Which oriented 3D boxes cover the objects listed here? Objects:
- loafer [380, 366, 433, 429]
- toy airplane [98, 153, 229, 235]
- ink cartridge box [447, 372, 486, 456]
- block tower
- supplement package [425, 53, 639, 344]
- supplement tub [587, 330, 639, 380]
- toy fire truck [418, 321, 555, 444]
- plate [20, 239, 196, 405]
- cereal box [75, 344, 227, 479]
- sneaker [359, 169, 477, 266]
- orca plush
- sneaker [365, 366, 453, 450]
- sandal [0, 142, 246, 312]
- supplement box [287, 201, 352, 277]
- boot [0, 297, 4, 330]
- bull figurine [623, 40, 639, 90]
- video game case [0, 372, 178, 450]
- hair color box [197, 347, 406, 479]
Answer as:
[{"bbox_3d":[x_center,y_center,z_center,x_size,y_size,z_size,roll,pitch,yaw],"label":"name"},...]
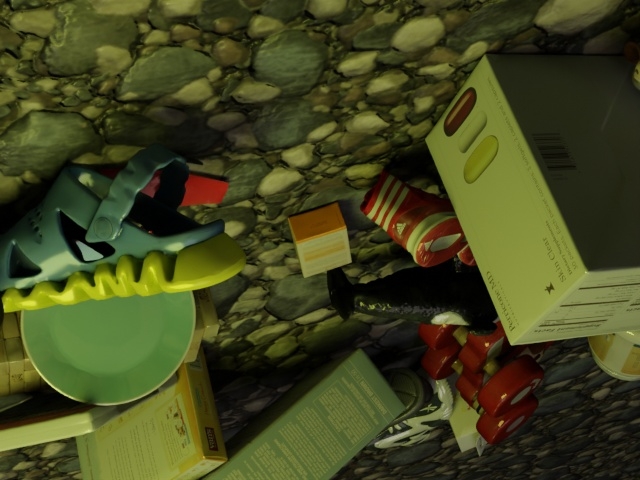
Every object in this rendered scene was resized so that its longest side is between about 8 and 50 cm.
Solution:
[{"bbox_3d":[0.038,0.282,1.809,0.303,0.109,0.095,-22,160,20],"label":"loafer"},{"bbox_3d":[-0.169,-0.033,1.175,0.151,0.028,0.151,-16,144,-12],"label":"toy airplane"},{"bbox_3d":[0.254,0.279,1.919,0.090,0.143,0.092,-21,153,4],"label":"ink cartridge box"},{"bbox_3d":[-0.290,0.106,1.299,0.336,0.090,0.097,-9,152,-19],"label":"block tower"},{"bbox_3d":[0.262,-0.046,1.187,0.204,0.261,0.145,-4,148,-27],"label":"supplement package"},{"bbox_3d":[0.495,0.128,1.795,0.144,0.144,0.199,-17,153,-5],"label":"supplement tub"},{"bbox_3d":[0.294,0.144,1.701,0.254,0.169,0.302,-36,155,-11],"label":"toy fire truck"},{"bbox_3d":[-0.228,0.083,1.240,0.188,0.188,0.024,-9,-171,-20],"label":"plate"},{"bbox_3d":[-0.233,0.265,1.539,0.240,0.173,0.047,-36,145,31],"label":"cereal box"},{"bbox_3d":[0.130,-0.038,1.305,0.087,0.128,0.221,-57,154,17],"label":"sneaker"},{"bbox_3d":[0.147,0.040,1.474,0.287,0.151,0.102,9,114,-17],"label":"orca plush"},{"bbox_3d":[0.118,0.282,1.888,0.153,0.094,0.235,-14,158,-20],"label":"sneaker"},{"bbox_3d":[-0.225,-0.009,1.105,0.318,0.138,0.126,-10,-174,19],"label":"sandal"},{"bbox_3d":[0.000,0.000,1.350,0.062,0.036,0.098,-18,153,-4],"label":"supplement box"},{"bbox_3d":[-0.431,0.097,1.129,0.236,0.089,0.269,25,141,-2],"label":"boot"},{"bbox_3d":[0.456,-0.227,1.157,0.311,0.101,0.188,-10,150,-16],"label":"bull figurine"},{"bbox_3d":[-0.309,0.204,1.368,0.204,0.025,0.285,-13,-179,12],"label":"video game case"},{"bbox_3d":[-0.076,0.314,1.583,0.374,0.113,0.185,-37,-179,-28],"label":"hair color box"}]
